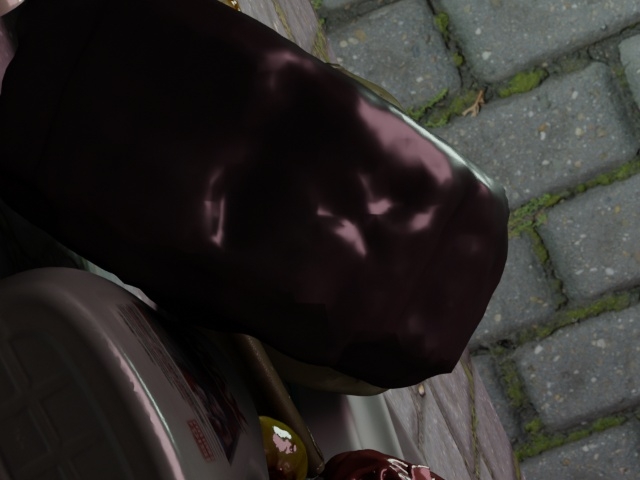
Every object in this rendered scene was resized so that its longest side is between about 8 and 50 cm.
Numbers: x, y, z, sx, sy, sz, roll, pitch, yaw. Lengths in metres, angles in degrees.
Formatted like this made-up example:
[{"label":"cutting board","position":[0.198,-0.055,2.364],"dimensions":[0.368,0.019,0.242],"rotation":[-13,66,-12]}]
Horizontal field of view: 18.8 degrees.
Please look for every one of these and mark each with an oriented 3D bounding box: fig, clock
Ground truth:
[{"label":"fig","position":[-0.055,0.185,1.665],"dimensions":[0.084,0.082,0.098],"rotation":[23,14,-26]},{"label":"clock","position":[0.061,0.257,1.990],"dimensions":[0.231,0.116,0.262],"rotation":[-99,165,-55]}]

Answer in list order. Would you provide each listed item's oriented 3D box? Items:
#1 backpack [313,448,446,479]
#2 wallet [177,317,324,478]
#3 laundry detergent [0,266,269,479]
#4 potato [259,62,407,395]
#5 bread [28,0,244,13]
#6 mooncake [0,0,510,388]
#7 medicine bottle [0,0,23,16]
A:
[{"label":"backpack","position":[0.062,0.311,1.751],"dimensions":[0.229,0.139,0.229],"rotation":[9,80,-56]},{"label":"wallet","position":[-0.068,0.119,1.706],"dimensions":[0.110,0.031,0.198],"rotation":[23,-33,55]},{"label":"laundry detergent","position":[-0.109,0.146,1.292],"dimensions":[0.264,0.125,0.398],"rotation":[60,7,6]},{"label":"potato","position":[0.000,0.000,1.860],"dimensions":[0.243,0.221,0.326],"rotation":[-70,163,-52]},{"label":"bread","position":[-0.153,-0.181,1.678],"dimensions":[0.305,0.159,0.305],"rotation":[-20,90,-78]},{"label":"mooncake","position":[-0.043,-0.034,1.383],"dimensions":[0.351,0.212,0.381],"rotation":[22,-3,38]},{"label":"medicine bottle","position":[-0.293,-0.268,1.409],"dimensions":[0.059,0.059,0.230],"rotation":[-88,155,-67]}]
